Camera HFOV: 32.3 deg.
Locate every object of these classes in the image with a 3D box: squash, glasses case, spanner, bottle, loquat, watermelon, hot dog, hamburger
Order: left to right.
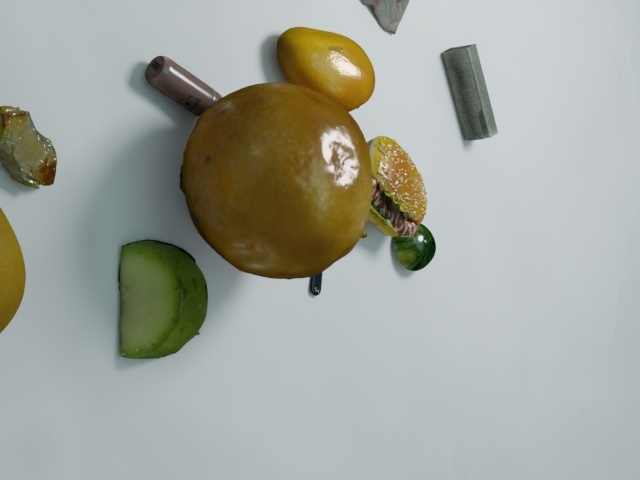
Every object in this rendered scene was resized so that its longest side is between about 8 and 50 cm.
[{"bbox_3d":[-0.428,-0.138,1.566,0.078,0.061,0.169,-55,153,-25],"label":"hot dog"},{"bbox_3d":[-0.227,0.094,1.764,0.184,0.085,0.192,1,89,-47],"label":"squash"},{"bbox_3d":[-0.222,-0.248,1.810,0.140,0.053,0.053,31,66,-43],"label":"bottle"},{"bbox_3d":[-0.067,-0.096,1.791,0.328,0.328,0.329,3,86,-48],"label":"loquat"},{"bbox_3d":[0.000,0.000,2.078,0.046,0.012,0.209,17,76,-46],"label":"spanner"},{"bbox_3d":[0.136,-0.538,2.237,0.202,0.136,0.207,-63,176,22],"label":"watermelon"},{"bbox_3d":[0.133,-0.102,2.155,0.210,0.116,0.173,43,55,-38],"label":"hamburger"},{"bbox_3d":[0.199,0.008,2.263,0.105,0.062,0.106,13,71,-42],"label":"watermelon"},{"bbox_3d":[0.326,-0.322,2.416,0.047,0.070,0.205,-31,112,-41],"label":"glasses case"}]

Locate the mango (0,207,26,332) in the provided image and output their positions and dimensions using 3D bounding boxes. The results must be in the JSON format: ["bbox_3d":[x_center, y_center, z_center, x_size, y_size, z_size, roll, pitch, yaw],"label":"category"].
[{"bbox_3d":[-0.538,0.039,1.317,0.445,0.232,0.300,2,83,-54],"label":"mango"}]

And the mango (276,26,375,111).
[{"bbox_3d":[0.006,-0.317,2.035,0.219,0.112,0.145,24,71,-33],"label":"mango"}]
